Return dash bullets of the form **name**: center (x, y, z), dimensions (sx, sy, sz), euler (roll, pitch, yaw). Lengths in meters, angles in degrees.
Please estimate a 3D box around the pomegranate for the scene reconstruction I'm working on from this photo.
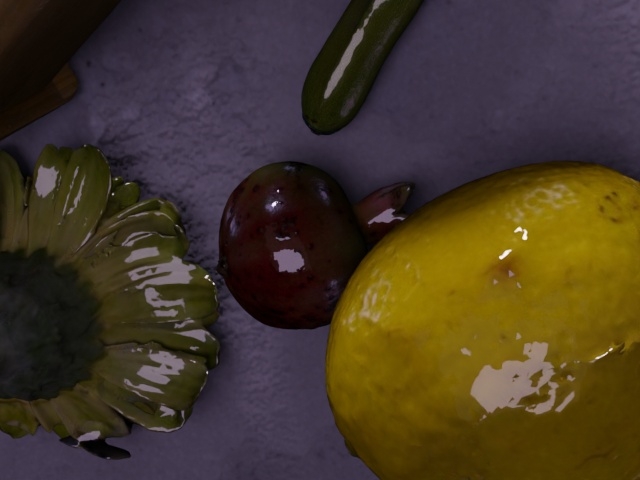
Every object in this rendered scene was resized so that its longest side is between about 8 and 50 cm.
- **pomegranate**: center (0.000, 0.007, 1.026), dimensions (0.159, 0.129, 0.129), euler (5, 106, 6)

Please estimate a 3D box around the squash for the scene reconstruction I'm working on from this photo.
- **squash**: center (0.038, -0.157, 1.006), dimensions (0.052, 0.052, 0.183), euler (36, 112, 4)

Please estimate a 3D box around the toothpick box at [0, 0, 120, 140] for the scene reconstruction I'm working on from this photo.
- **toothpick box**: center (-0.236, -0.193, 0.933), dimensions (0.187, 0.190, 0.308), euler (56, 143, -2)

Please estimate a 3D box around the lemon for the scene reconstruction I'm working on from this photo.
- **lemon**: center (0.144, 0.075, 0.932), dimensions (0.284, 0.260, 0.260), euler (-10, 102, 8)

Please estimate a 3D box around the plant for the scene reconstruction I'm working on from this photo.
- **plant**: center (-0.225, 0.090, 1.079), dimensions (0.306, 0.297, 0.261), euler (-30, 126, 6)
